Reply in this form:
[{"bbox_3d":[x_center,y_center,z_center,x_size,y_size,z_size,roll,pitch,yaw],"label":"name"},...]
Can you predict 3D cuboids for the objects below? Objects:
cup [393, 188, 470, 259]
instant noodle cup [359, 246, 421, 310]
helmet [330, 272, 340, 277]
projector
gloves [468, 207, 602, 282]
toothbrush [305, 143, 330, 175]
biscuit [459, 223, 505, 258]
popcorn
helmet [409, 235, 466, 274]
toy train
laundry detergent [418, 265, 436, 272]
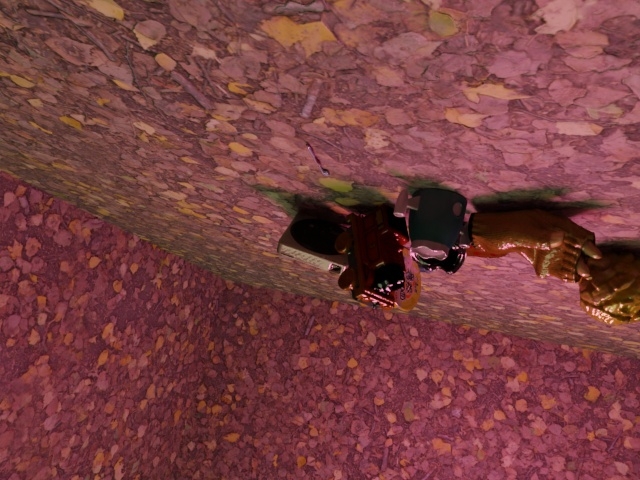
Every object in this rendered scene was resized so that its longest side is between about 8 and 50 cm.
[{"bbox_3d":[0.327,-0.040,1.480,0.299,0.173,0.167,21,165,-29],"label":"cup"},{"bbox_3d":[0.263,0.163,2.098,0.200,0.264,0.264,-13,151,42],"label":"instant noodle cup"},{"bbox_3d":[0.102,0.098,2.315,0.204,0.137,0.257,19,165,-19],"label":"helmet"},{"bbox_3d":[0.000,0.000,1.858,0.257,0.079,0.259,19,-150,5],"label":"projector"},{"bbox_3d":[0.577,-0.007,1.400,0.356,0.155,0.203,23,167,38],"label":"gloves"},{"bbox_3d":[-0.008,-0.222,1.428,0.019,0.013,0.193,2,163,19],"label":"toothbrush"},{"bbox_3d":[0.511,0.008,1.753,0.257,0.049,0.273,5,162,35],"label":"biscuit"},{"bbox_3d":[0.890,0.134,1.553,0.259,0.259,0.212,1,146,43],"label":"popcorn"},{"bbox_3d":[0.383,0.017,1.651,0.177,0.107,0.153,13,136,14],"label":"helmet"},{"bbox_3d":[0.179,0.040,1.676,0.163,0.369,0.231,25,135,-34],"label":"toy train"},{"bbox_3d":[0.404,0.103,2.193,0.206,0.061,0.097,9,162,19],"label":"laundry detergent"}]
